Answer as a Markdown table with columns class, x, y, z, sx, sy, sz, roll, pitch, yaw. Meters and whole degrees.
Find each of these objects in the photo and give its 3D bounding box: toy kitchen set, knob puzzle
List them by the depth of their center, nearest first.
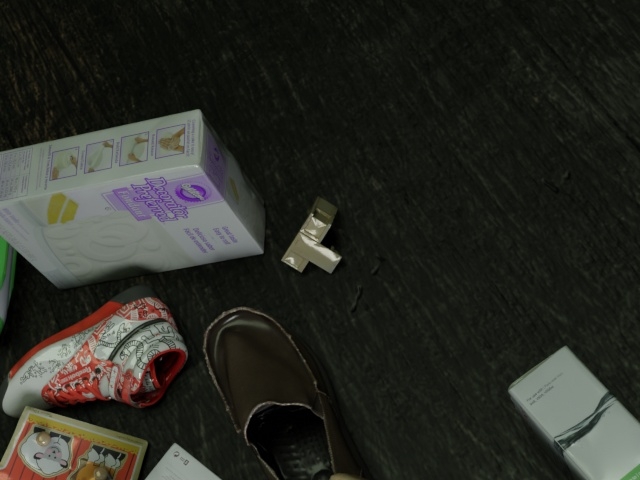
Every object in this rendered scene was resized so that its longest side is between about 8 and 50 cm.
| class | x | y | z | sx | sy | sz | roll | pitch | yaw |
| --- | --- | --- | --- | --- | --- | --- | --- | --- | --- |
| knob puzzle | -0.332 | 0.323 | 1.529 | 0.213 | 0.030 | 0.213 | 5 | 64 | -10 |
| toy kitchen set | 0.000 | 0.000 | 1.648 | 0.068 | 0.075 | 0.083 | 31 | 112 | -4 |

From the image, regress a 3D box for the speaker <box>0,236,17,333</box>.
| class | x | y | z | sx | sy | sz | roll | pitch | yaw |
| --- | --- | --- | --- | --- | --- | --- | --- | --- | --- |
| speaker | -0.523 | 0.011 | 1.780 | 0.131 | 0.131 | 0.297 | -12 | 58 | 14 |

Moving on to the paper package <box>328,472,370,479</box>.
| class | x | y | z | sx | sy | sz | roll | pitch | yaw |
| --- | --- | --- | --- | --- | --- | --- | --- | --- | --- |
| paper package | 0.108 | 0.438 | 1.236 | 0.309 | 0.168 | 0.325 | 14 | 78 | 27 |

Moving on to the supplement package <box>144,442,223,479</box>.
| class | x | y | z | sx | sy | sz | roll | pitch | yaw |
| --- | --- | --- | --- | --- | --- | --- | --- | --- | --- |
| supplement package | -0.143 | 0.390 | 1.399 | 0.194 | 0.149 | 0.203 | 31 | 76 | 32 |

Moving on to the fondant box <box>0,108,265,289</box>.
| class | x | y | z | sx | sy | sz | roll | pitch | yaw |
| --- | --- | --- | --- | --- | --- | --- | --- | --- | --- |
| fondant box | -0.271 | -0.048 | 1.647 | 0.330 | 0.238 | 0.096 | -11 | 58 | 15 |

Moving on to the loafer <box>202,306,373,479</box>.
| class | x | y | z | sx | sy | sz | roll | pitch | yaw |
| --- | --- | --- | --- | --- | --- | --- | --- | --- | --- |
| loafer | -0.043 | 0.208 | 1.478 | 0.134 | 0.130 | 0.366 | -36 | 55 | -2 |

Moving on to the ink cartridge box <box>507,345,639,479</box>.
| class | x | y | z | sx | sy | sz | roll | pitch | yaw |
| --- | --- | --- | --- | --- | --- | --- | --- | --- | --- |
| ink cartridge box | 0.313 | 0.236 | 1.312 | 0.087 | 0.153 | 0.208 | -38 | 56 | -4 |

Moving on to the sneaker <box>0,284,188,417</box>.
| class | x | y | z | sx | sy | sz | roll | pitch | yaw |
| --- | --- | --- | --- | --- | --- | --- | --- | --- | --- |
| sneaker | -0.307 | 0.187 | 1.616 | 0.270 | 0.090 | 0.145 | -36 | 53 | -5 |
